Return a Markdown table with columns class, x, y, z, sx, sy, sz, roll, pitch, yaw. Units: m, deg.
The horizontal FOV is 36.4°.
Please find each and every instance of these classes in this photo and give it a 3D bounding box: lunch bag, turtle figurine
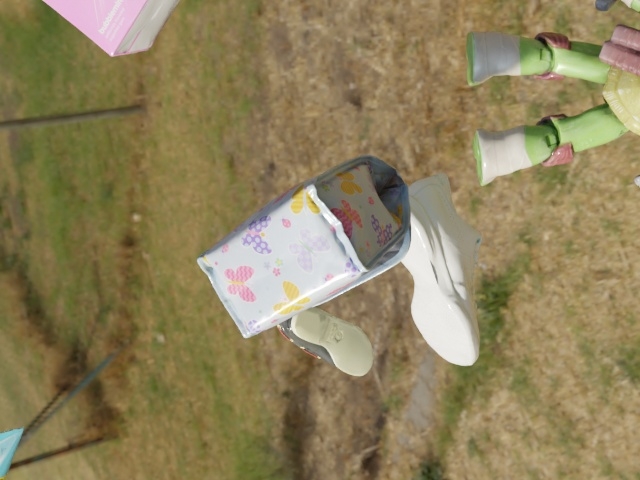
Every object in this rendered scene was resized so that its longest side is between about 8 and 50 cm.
| class | x | y | z | sx | sy | sz | roll | pitch | yaw |
| --- | --- | --- | --- | --- | --- | --- | --- | --- | --- |
| lunch bag | 0.000 | 0.000 | 0.429 | 0.071 | 0.083 | 0.053 | -31 | 93 | 28 |
| turtle figurine | 0.269 | -0.139 | 0.896 | 0.275 | 0.266 | 0.198 | -90 | -7 | -49 |

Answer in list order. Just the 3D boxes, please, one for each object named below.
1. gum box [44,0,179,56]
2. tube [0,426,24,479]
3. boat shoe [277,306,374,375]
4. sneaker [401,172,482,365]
| class | x | y | z | sx | sy | sz | roll | pitch | yaw |
| --- | --- | --- | --- | --- | --- | --- | --- | --- | --- |
| gum box | -0.121 | -0.233 | 0.652 | 0.107 | 0.062 | 0.188 | 39 | 111 | 2 |
| tube | -0.354 | 0.269 | 0.958 | 0.052 | 0.080 | 0.207 | 37 | 117 | 31 |
| boat shoe | 0.007 | 0.103 | 1.036 | 0.042 | 0.133 | 0.049 | 10 | 69 | 51 |
| sneaker | 0.137 | 0.031 | 1.005 | 0.080 | 0.094 | 0.212 | 13 | 133 | 47 |
